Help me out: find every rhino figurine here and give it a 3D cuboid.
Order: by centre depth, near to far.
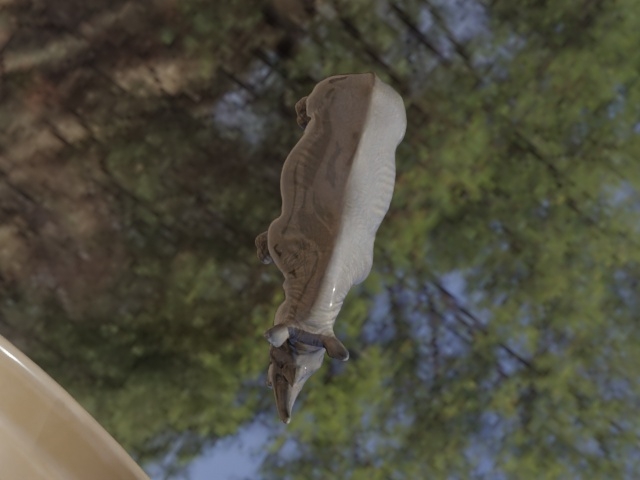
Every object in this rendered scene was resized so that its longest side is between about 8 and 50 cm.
[{"bbox_3d":[0.000,0.000,0.978,0.106,0.073,0.243,137,-32,-66],"label":"rhino figurine"}]

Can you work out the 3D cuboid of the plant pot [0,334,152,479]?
[{"bbox_3d":[-0.102,0.131,0.476,0.110,0.237,0.237,-41,-167,2],"label":"plant pot"}]
